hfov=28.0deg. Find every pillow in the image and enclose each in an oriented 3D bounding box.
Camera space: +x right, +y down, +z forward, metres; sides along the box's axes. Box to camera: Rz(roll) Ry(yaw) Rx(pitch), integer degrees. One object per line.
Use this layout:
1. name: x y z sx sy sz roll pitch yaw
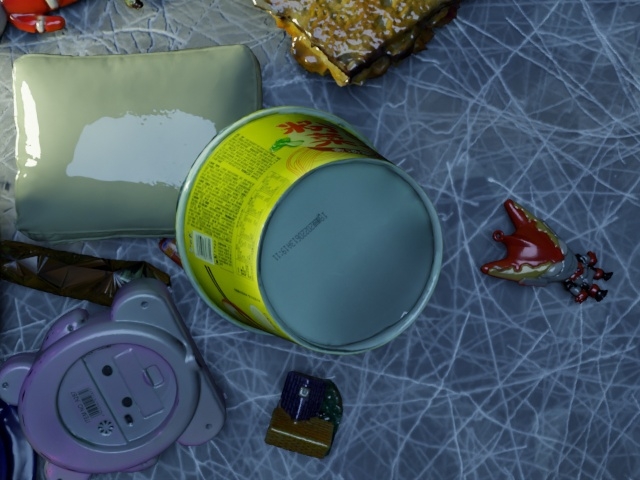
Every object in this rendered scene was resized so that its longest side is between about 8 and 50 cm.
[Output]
1. pillow: -0.234 -0.123 1.655 0.322 0.120 0.255 -2 87 -1

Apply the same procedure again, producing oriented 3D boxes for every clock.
1. clock: -0.265 0.189 1.625 0.248 0.090 0.227 -25 105 0

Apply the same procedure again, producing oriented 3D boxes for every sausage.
1. sausage: -0.163 0.032 1.689 0.129 0.034 0.034 40 87 2

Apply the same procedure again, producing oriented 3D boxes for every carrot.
1. carrot: -0.311 0.046 1.676 0.229 0.069 0.069 11 86 1

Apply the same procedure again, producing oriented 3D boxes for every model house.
1. model house: -0.016 0.224 1.644 0.088 0.100 0.100 17 86 1

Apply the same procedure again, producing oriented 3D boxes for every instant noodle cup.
1. instant noodle cup: 0.000 0.000 1.548 0.311 0.221 0.311 -5 104 -20

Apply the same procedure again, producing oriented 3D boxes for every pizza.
1. pizza: 0.055 -0.338 1.675 0.409 0.114 0.277 -6 85 0

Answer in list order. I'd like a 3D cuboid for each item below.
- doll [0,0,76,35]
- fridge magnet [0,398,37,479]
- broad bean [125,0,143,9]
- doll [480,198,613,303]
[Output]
1. doll: -0.425 -0.320 1.692 0.245 0.076 0.142 -25 86 -6
2. fridge magnet: -0.496 0.287 1.629 0.265 0.112 0.265 0 85 -6
3. broad bean: -0.291 -0.403 1.709 0.070 0.048 0.213 -27 86 -3
4. doll: 0.300 0.027 1.684 0.169 0.057 0.109 26 71 -12
